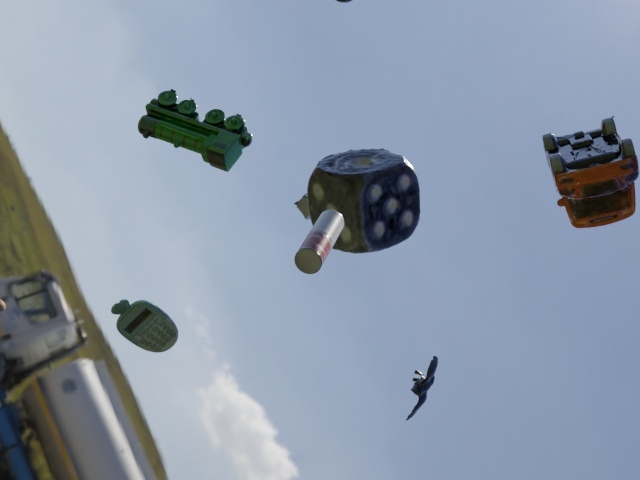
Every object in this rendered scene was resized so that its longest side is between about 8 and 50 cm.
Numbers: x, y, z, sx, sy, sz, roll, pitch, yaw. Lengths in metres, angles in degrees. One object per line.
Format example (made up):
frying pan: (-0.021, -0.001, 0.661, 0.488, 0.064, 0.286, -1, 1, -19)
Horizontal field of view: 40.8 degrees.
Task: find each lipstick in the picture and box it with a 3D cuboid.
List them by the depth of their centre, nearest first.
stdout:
lipstick: (0.000, 0.000, 1.169, 0.131, 0.038, 0.038, -58, 142, -61)

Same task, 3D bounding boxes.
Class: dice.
dice: (0.091, -0.084, 1.808, 0.182, 0.181, 0.183, 20, -57, 51)

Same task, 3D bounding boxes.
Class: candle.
candle: (0.025, -0.131, 2.549, 0.068, 0.192, 0.168, 61, 9, 6)

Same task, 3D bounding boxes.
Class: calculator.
calculator: (-0.355, 0.170, 1.743, 0.153, 0.095, 0.021, 42, 11, -23)

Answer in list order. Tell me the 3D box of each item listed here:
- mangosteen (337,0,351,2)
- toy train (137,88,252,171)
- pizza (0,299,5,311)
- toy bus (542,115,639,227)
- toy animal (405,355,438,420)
mangosteen: (0.064, -0.659, 2.258, 0.081, 0.080, 0.081, 49, -30, 42)
toy train: (-0.265, -0.229, 1.797, 0.251, 0.119, 0.085, 20, -35, 18)
pizza: (-0.775, 0.082, 1.806, 0.193, 0.053, 0.201, 7, -24, 24)
toy bus: (0.488, -0.120, 1.555, 0.329, 0.142, 0.153, -57, 132, -72)
toy animal: (0.282, 0.401, 2.379, 0.108, 0.062, 0.220, -59, 168, -70)
